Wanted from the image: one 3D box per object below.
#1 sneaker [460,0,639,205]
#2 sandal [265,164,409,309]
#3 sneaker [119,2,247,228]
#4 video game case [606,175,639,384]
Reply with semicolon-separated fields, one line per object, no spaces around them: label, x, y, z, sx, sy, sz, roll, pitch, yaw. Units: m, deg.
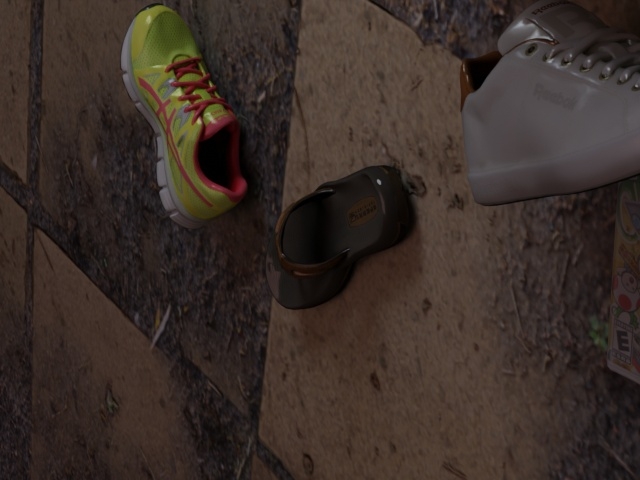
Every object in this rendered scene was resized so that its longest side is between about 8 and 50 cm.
sneaker;0.166;-0.094;1.095;0.290;0.106;0.123;-9;96;61
sandal;0.000;0.000;1.497;0.219;0.060;0.090;-29;76;58
sneaker;-0.112;-0.118;1.631;0.094;0.081;0.208;-11;99;52
video game case;0.265;0.023;1.109;0.227;0.026;0.206;28;124;52
